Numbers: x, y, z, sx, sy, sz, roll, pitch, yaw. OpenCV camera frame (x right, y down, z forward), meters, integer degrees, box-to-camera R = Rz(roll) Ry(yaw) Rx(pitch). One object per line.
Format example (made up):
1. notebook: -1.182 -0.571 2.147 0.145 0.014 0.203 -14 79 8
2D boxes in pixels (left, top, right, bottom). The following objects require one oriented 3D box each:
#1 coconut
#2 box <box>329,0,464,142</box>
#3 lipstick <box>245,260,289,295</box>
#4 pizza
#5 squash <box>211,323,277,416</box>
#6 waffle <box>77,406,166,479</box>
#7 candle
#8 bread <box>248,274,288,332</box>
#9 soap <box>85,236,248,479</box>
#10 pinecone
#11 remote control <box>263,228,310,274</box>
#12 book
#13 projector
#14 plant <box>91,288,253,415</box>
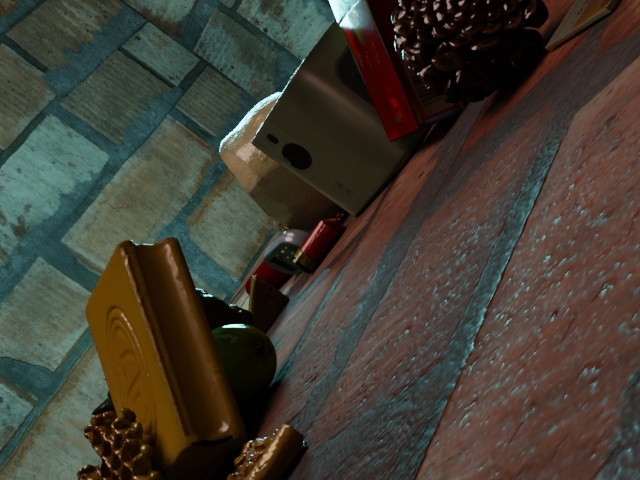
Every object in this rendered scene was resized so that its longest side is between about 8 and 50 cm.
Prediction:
1. coconut: -0.047 -0.169 2.117 0.254 0.297 0.297 -37 5 0
2. box: 0.107 -0.325 1.620 0.089 0.313 0.197 -23 2 -8
3. lipstick: -0.104 0.067 2.334 0.073 0.073 0.279 -57 6 -28
4. pizza: -0.070 0.239 1.035 0.178 0.041 0.131 -51 4 29
5. squash: -0.146 0.199 1.488 0.247 0.132 0.132 -49 7 48
6. waffle: -0.260 0.339 1.342 0.051 0.229 0.231 -6 -18 -33
7. candle: 0.000 0.000 1.930 0.131 0.052 0.052 -53 5 7
8. bread: -0.137 0.148 2.010 0.139 0.084 0.074 -55 6 -8
9. soap: -0.221 0.180 1.395 0.096 0.324 0.204 -5 -33 -33
10. pinecone: 0.189 -0.270 1.297 0.208 0.208 0.208 -53 5 7
11. remote control: -0.058 0.023 2.083 0.244 0.087 0.047 142 148 -71
12. book: 0.313 -0.277 1.119 0.118 0.012 0.172 -56 5 -8
13. projector: 0.054 -0.232 1.864 0.248 0.249 0.248 -58 5 -39
14. plant: -0.264 0.223 1.719 0.213 0.215 0.312 34 -98 -53
